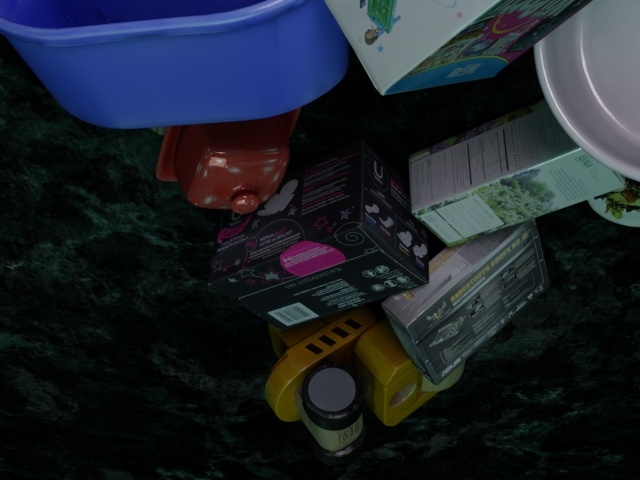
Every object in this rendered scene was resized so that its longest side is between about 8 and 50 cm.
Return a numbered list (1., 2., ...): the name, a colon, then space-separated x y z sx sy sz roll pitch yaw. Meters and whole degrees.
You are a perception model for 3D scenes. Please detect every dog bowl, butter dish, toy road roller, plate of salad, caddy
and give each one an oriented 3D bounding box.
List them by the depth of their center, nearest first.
1. caddy: -0.120 -0.237 0.681 0.341 0.241 0.179 -3 151 9
2. dog bowl: 0.325 -0.182 0.695 0.265 0.265 0.104 -27 176 36
3. butter dish: -0.101 -0.085 0.970 0.159 0.118 0.160 -5 149 -25
4. plate of salad: 0.439 -0.068 1.028 0.199 0.048 0.200 2 145 2
5. toy road roller: 0.057 0.177 1.325 0.329 0.240 0.202 -30 148 -17

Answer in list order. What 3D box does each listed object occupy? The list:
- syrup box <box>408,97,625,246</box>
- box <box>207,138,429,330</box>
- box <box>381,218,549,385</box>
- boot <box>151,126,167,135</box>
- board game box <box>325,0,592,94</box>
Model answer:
1. syrup box: 0.230 -0.085 0.981 0.236 0.096 0.093 -22 139 31
2. box: 0.000 0.000 1.085 0.247 0.142 0.163 -20 139 32
3. box: 0.207 0.075 1.132 0.231 0.056 0.183 -41 140 -8
4. boot: -0.170 -0.167 0.957 0.087 0.042 0.118 16 145 -27
5. board game box: 0.179 -0.235 0.580 0.303 0.097 0.224 -34 174 36
